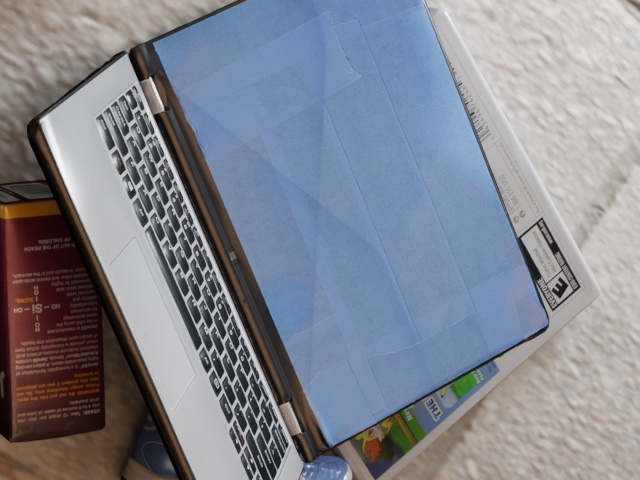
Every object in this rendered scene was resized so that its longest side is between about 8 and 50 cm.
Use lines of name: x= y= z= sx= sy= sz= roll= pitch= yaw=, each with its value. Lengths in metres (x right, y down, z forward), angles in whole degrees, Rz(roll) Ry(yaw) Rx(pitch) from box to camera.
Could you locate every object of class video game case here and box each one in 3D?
video game case: x=0.070 y=0.011 z=1.680 sx=0.300 sy=0.036 sz=0.329 roll=-39 pitch=115 yaw=-16

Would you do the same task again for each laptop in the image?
laptop: x=0.000 y=0.000 z=1.486 sx=0.236 sy=0.408 sz=0.382 roll=-20 pitch=102 yaw=14

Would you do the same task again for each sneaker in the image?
sneaker: x=-0.063 y=0.187 z=1.615 sx=0.211 sy=0.080 sz=0.081 roll=8 pitch=99 yaw=-30

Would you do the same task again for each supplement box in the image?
supplement box: x=-0.226 y=0.053 z=1.490 sx=0.081 sy=0.104 sz=0.188 roll=-6 pitch=102 yaw=-26
